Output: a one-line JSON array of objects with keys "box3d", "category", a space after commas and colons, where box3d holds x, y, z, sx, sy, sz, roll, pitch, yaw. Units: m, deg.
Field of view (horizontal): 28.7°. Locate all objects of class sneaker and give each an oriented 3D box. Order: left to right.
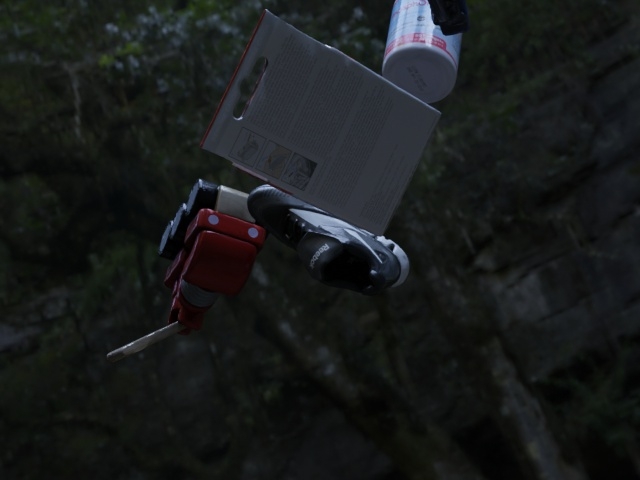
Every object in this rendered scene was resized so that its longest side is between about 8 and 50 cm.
[{"box3d": [0.000, 0.000, 1.613, 0.078, 0.234, 0.106, -64, -10, 25], "category": "sneaker"}]

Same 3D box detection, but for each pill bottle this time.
[{"box3d": [0.123, -0.242, 1.461, 0.087, 0.160, 0.087, 6, -40, 5], "category": "pill bottle"}]

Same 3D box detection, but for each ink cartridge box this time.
[{"box3d": [-0.004, -0.049, 0.528, 0.115, 0.029, 0.063, 24, -88, -44], "category": "ink cartridge box"}]

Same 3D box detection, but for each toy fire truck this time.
[{"box3d": [-0.183, 0.062, 1.741, 0.158, 0.246, 0.217, 19, -30, -16], "category": "toy fire truck"}]

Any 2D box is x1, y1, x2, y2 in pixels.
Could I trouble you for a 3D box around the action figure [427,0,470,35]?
[{"box3d": [0.137, -0.352, 1.068, 0.178, 0.341, 0.330, -7, 12, 20], "category": "action figure"}]
